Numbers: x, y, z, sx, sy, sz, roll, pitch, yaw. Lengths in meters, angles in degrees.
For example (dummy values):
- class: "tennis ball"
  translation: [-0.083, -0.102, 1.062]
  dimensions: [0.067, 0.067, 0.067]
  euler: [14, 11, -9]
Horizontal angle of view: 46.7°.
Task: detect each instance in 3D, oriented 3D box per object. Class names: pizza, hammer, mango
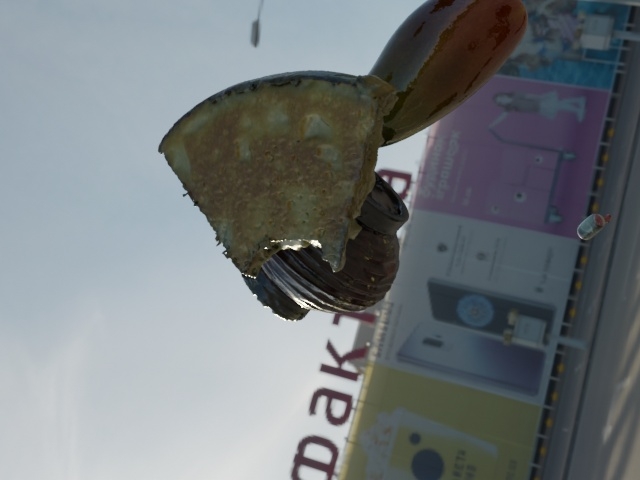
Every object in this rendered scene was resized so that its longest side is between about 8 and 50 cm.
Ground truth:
- class: "pizza"
  translation: [-0.040, -0.074, 0.834]
  dimensions: [0.089, 0.324, 0.223]
  euler: [-26, -74, -52]
- class: "hammer"
  translation: [0.489, -0.031, 1.304]
  dimensions: [0.083, 0.031, 0.052]
  euler: [-21, -20, -39]
- class: "mango"
  translation: [0.151, -0.232, 0.986]
  dimensions: [0.289, 0.146, 0.129]
  euler: [-49, -40, -5]

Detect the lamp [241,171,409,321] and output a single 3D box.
- class: "lamp"
  translation: [0.000, 0.000, 1.016]
  dimensions: [0.247, 0.247, 0.246]
  euler: [13, -90, -72]
